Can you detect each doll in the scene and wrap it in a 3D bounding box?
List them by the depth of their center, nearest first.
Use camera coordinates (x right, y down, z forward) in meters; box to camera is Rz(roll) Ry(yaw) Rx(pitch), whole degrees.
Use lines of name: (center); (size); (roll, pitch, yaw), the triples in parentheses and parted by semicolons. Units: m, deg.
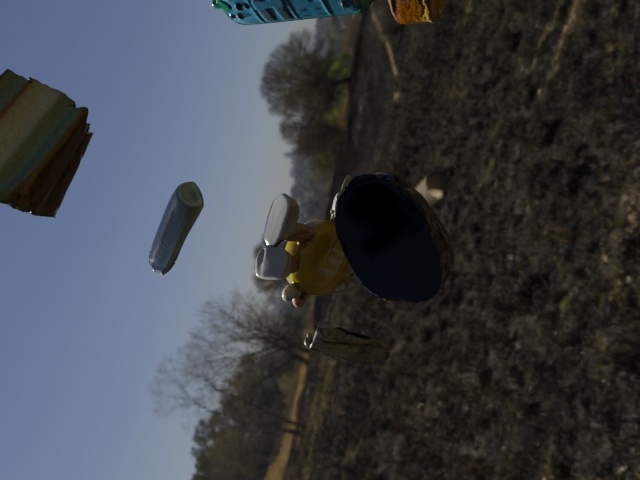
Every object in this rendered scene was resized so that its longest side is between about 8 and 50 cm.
doll: (-0.023, 0.015, 1.984); (0.423, 0.161, 0.348); (-25, -49, -49)

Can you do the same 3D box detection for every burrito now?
burrito: (0.057, 0.188, 1.354); (0.058, 0.188, 0.045); (-53, 36, 26)

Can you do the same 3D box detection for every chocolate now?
chocolate: (0.195, -0.003, 1.829); (0.225, 0.340, 0.210); (-37, -15, 23)

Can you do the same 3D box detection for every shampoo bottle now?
shampoo bottle: (-0.260, -0.019, 1.346); (0.072, 0.049, 0.212); (63, 143, 23)

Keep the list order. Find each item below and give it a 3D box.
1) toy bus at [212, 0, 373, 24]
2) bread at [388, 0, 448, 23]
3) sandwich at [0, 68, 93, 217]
toy bus: (-0.053, -0.526, 1.441); (0.183, 0.344, 0.199); (50, -133, -54)
bread: (0.229, -0.647, 1.795); (0.269, 0.143, 0.195); (82, -149, -45)
sandwich: (-0.472, -0.157, 1.182); (0.227, 0.155, 0.198); (-179, 113, -87)
